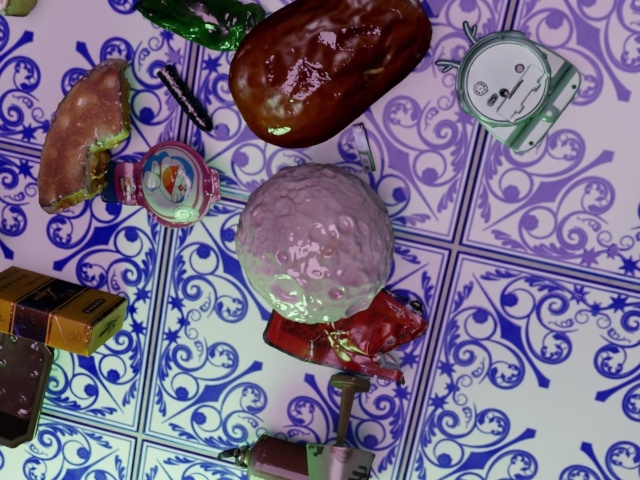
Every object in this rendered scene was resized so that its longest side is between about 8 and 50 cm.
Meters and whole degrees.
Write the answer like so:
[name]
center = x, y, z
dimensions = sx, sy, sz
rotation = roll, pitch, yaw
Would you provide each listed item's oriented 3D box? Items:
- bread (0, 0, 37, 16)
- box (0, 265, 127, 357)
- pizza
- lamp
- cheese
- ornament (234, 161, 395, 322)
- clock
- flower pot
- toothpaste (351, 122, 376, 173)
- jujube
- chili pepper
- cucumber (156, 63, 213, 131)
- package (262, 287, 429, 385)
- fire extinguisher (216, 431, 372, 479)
[bread]
center = -0.511, -0.438, 1.421
dimensions = 0.082, 0.106, 0.125
rotation = 25, 105, 2
[box]
center = -0.485, 0.124, 1.533
dimensions = 0.237, 0.152, 0.070
rotation = 13, 106, 7
[pizza]
center = -0.397, -0.170, 1.477
dimensions = 0.161, 0.085, 0.306
rotation = 38, 105, 24
[lamp]
center = 0.038, 0.341, 1.474
dimensions = 0.121, 0.121, 0.215
rotation = 8, 69, 8
[cheese]
center = -0.283, -0.097, 1.488
dimensions = 0.244, 0.062, 0.155
rotation = 4, 103, 21
[ornament]
center = 0.000, 0.000, 1.360
dimensions = 0.225, 0.259, 0.259
rotation = -40, 94, 15
[clock]
center = 0.285, -0.249, 1.347
dimensions = 0.210, 0.066, 0.159
rotation = 34, 106, 1
[flower pot]
center = -0.583, 0.251, 1.618
dimensions = 0.178, 0.084, 0.251
rotation = 19, 105, 6
[toothpaste]
center = 0.072, -0.154, 1.433
dimensions = 0.020, 0.017, 0.083
rotation = -14, 101, 13
[jujube]
center = 0.012, -0.274, 1.308
dimensions = 0.317, 0.223, 0.223
rotation = -30, 97, 8
[chili pepper]
center = -0.201, -0.370, 1.406
dimensions = 0.224, 0.061, 0.098
rotation = 17, 113, 4
[cucumber]
center = -0.226, -0.237, 1.459
dimensions = 0.032, 0.032, 0.133
rotation = -36, 96, 16
[package]
center = 0.043, 0.143, 1.488
dimensions = 0.269, 0.071, 0.194
rotation = 24, 92, 7
[fire extinguisher]
center = -0.047, 0.413, 1.551
dimensions = 0.268, 0.105, 0.105
rotation = 15, 106, 7
